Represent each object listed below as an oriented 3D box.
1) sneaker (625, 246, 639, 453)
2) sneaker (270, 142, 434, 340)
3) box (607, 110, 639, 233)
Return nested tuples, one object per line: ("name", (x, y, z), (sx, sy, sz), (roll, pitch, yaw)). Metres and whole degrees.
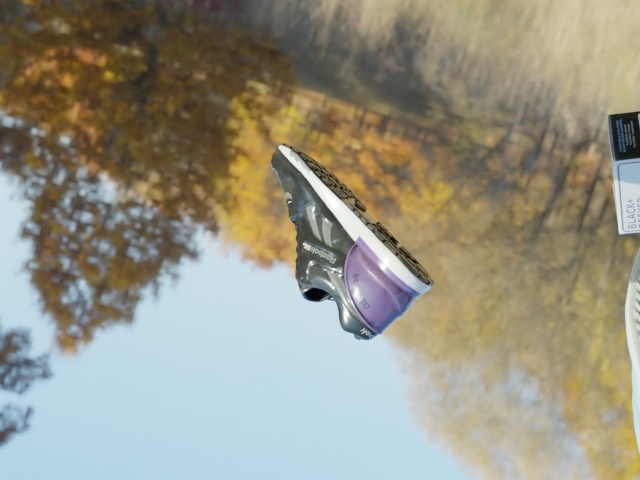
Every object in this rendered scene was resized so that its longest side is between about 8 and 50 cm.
("sneaker", (0.443, 0.149, 1.671), (0.135, 0.366, 0.150), (6, 164, 8))
("sneaker", (0.000, 0.000, 1.555), (0.107, 0.124, 0.283), (32, -166, -51))
("box", (0.538, -0.102, 1.789), (0.290, 0.087, 0.169), (-5, 143, 11))
